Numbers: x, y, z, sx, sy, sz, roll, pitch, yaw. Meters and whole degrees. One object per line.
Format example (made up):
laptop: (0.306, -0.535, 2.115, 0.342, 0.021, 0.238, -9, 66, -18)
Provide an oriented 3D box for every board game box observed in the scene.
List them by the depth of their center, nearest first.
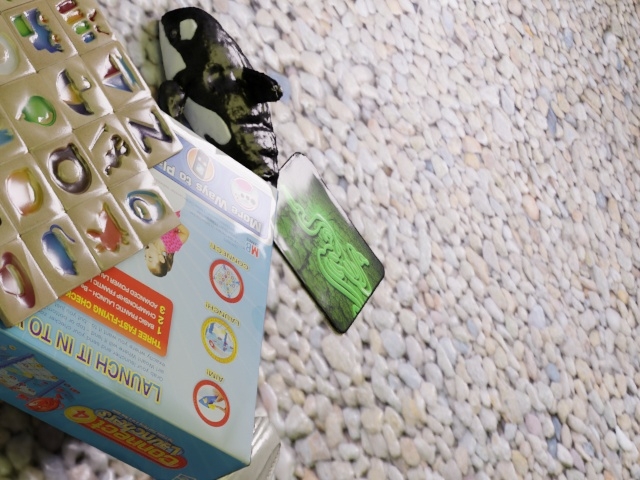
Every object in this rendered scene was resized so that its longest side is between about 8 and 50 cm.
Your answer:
board game box: (-0.183, 0.016, 1.375, 0.308, 0.086, 0.302, 34, 44, -33)

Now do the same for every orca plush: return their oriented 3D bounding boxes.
orca plush: (-0.089, -0.137, 1.746, 0.151, 0.102, 0.287, 11, 59, -46)

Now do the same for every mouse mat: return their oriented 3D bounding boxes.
mouse mat: (0.000, 0.000, 1.862, 0.190, 0.007, 0.152, 55, 35, -13)

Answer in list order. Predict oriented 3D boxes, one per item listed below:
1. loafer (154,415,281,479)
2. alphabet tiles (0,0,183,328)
loafer: (-0.117, 0.284, 1.445, 0.111, 0.112, 0.319, 56, 43, -18)
alphabet tiles: (-0.251, -0.094, 1.282, 0.285, 0.011, 0.342, 59, 37, -3)
